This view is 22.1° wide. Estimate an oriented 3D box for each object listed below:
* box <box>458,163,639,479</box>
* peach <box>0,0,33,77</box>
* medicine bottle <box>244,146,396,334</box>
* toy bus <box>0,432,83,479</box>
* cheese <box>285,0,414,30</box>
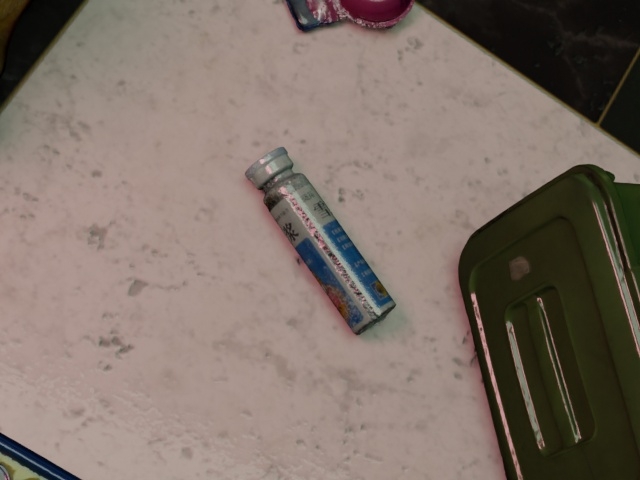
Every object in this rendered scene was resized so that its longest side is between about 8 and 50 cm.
[{"bbox_3d":[0.278,0.110,1.502,0.178,0.253,0.329,-5,73,-28],"label":"box"},{"bbox_3d":[-0.345,-0.299,1.395,0.416,0.339,0.353,-12,58,-45],"label":"peach"},{"bbox_3d":[0.000,0.000,1.558,0.051,0.051,0.191,-31,82,-24],"label":"medicine bottle"},{"bbox_3d":[-0.225,0.283,1.337,0.287,0.138,0.175,31,66,-4],"label":"toy bus"},{"bbox_3d":[0.036,-0.253,1.670,0.145,0.038,0.095,-20,76,-16],"label":"cheese"}]
